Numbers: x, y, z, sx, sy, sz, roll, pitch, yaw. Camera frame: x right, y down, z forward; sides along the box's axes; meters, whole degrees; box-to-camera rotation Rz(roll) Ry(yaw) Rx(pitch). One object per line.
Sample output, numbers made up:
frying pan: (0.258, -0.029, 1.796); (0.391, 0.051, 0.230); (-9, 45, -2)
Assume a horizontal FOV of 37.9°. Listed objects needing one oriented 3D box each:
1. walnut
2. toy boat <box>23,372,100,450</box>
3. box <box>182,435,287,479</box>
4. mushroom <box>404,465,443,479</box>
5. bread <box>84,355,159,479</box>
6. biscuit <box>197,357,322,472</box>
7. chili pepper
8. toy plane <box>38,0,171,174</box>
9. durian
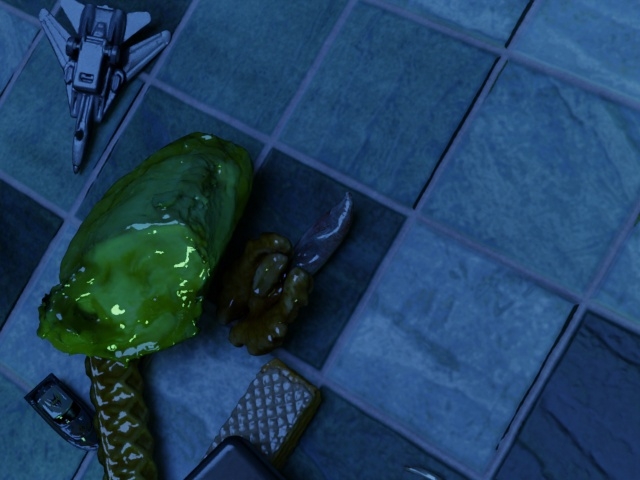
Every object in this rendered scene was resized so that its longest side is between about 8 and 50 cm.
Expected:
walnut: (-0.070, 0.073, 1.239); (0.170, 0.069, 0.143); (-48, 61, 35)
toy boat: (-0.359, 0.252, 1.334); (0.141, 0.060, 0.055); (38, 68, 21)
box: (-0.080, 0.368, 1.147); (0.160, 0.050, 0.230); (-45, 86, 1)
mushroom: (0.232, 0.338, 1.081); (0.306, 0.043, 0.068); (12, 63, 26)
bread: (-0.280, 0.228, 1.295); (0.077, 0.084, 0.367); (-3, 66, -24)
biscuit: (-0.131, 0.331, 1.218); (0.094, 0.054, 0.378); (34, 90, 26)
chili pepper: (0.000, 0.000, 1.260); (0.050, 0.041, 0.153); (41, 99, 6)
toy plane: (-0.359, -0.237, 1.445); (0.212, 0.088, 0.267); (11, 82, 1)
durian: (-0.209, 0.002, 1.252); (0.256, 0.204, 0.339); (-34, 22, 39)
